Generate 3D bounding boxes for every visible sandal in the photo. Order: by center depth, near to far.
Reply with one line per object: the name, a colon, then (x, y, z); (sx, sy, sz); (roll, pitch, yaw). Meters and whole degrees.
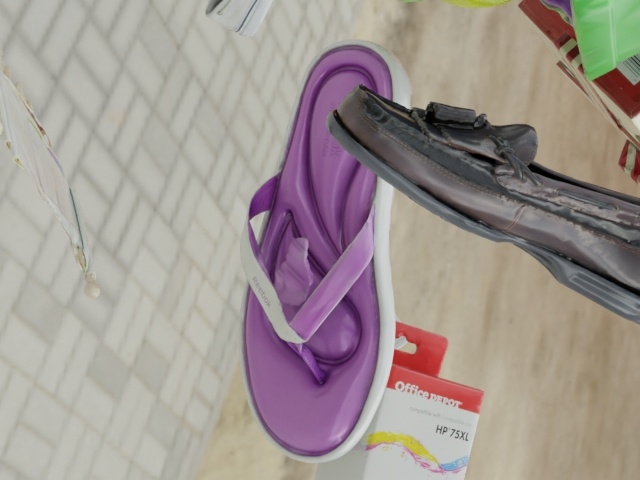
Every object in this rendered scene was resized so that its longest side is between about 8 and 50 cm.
sandal: (-0.013, 0.000, 1.124); (0.102, 0.169, 0.416); (23, 71, -57)

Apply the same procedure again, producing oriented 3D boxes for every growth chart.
growth chart: (-0.264, -0.078, 1.085); (0.172, 0.021, 0.237); (-113, -179, -47)

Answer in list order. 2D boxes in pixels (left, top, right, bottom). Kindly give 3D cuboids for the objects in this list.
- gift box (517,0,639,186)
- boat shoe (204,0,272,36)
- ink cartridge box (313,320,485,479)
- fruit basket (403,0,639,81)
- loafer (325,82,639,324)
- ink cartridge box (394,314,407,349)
gift box: (0.425, -0.223, 1.418); (0.258, 0.255, 0.276); (29, 26, -58)
boat shoe: (-0.079, -0.351, 1.452); (0.083, 0.075, 0.226); (-104, -146, -48)
ink cartridge box: (0.080, 0.199, 1.176); (0.134, 0.078, 0.231); (19, 81, -35)
fruit basket: (0.201, -0.342, 1.123); (0.283, 0.392, 0.392); (29, 70, -73)
loafer: (0.150, -0.046, 0.860); (0.095, 0.302, 0.109); (-56, -164, 19)
ink cartridge box: (0.027, 0.086, 1.367); (0.135, 0.099, 0.056); (54, -4, -4)
